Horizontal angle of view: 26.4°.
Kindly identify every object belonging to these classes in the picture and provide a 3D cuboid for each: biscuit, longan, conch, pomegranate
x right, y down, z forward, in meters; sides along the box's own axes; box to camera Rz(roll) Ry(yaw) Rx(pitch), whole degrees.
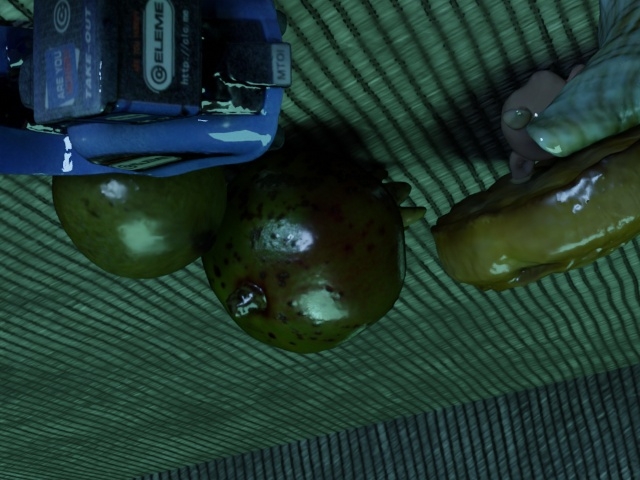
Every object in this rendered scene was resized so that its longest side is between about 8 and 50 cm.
[{"bbox_3d":[0.248,-0.038,1.279,0.296,0.102,0.296,-25,-175,2],"label":"biscuit"},{"bbox_3d":[-0.162,-0.045,1.152,0.176,0.145,0.155,27,148,12],"label":"longan"},{"bbox_3d":[0.272,-0.197,0.877,0.386,0.169,0.203,-22,-159,-17],"label":"conch"},{"bbox_3d":[0.007,0.010,1.301,0.246,0.198,0.198,5,156,-39],"label":"pomegranate"}]

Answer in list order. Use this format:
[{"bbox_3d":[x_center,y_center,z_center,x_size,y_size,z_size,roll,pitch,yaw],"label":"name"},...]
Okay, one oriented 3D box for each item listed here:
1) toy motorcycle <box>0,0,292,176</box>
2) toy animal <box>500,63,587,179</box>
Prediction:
[{"bbox_3d":[-0.168,-0.107,0.922,0.212,0.125,0.358,2,177,-39],"label":"toy motorcycle"},{"bbox_3d":[0.223,-0.117,1.215,0.150,0.083,0.089,-25,-160,15],"label":"toy animal"}]
